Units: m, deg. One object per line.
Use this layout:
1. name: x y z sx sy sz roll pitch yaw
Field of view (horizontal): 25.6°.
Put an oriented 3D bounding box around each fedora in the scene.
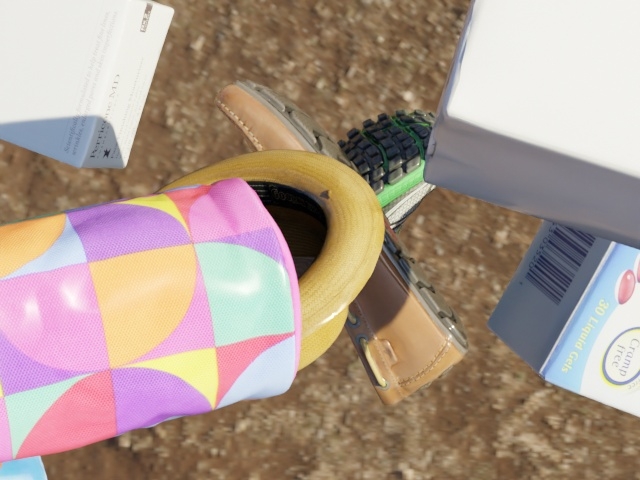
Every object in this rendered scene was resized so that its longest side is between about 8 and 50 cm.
1. fedora: -0.046 0.029 0.835 0.194 0.079 0.194 -15 39 12

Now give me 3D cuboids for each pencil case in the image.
1. pencil case: -0.126 0.043 0.556 0.236 0.104 0.104 -13 69 -15

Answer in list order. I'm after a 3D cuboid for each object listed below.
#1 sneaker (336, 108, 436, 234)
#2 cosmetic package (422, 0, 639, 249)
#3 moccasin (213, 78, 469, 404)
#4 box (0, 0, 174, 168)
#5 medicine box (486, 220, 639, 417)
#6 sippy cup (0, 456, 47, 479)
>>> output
1. sneaker: 0.051 -0.027 1.740 0.343 0.146 0.134 -42 36 26
2. cosmetic package: 0.271 -0.070 0.932 0.384 0.217 0.156 19 81 2
3. moccasin: 0.000 -0.001 1.489 0.147 0.139 0.380 -34 95 10
4. box: -0.273 -0.184 1.441 0.181 0.119 0.181 21 99 14
5. medicine box: 0.381 0.054 1.553 0.264 0.289 0.149 -63 26 11
6. sippy cup: -0.391 0.273 1.374 0.305 0.224 0.240 58 136 37
